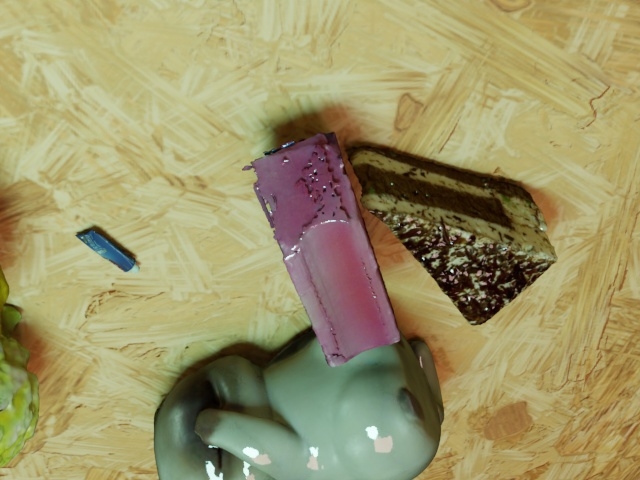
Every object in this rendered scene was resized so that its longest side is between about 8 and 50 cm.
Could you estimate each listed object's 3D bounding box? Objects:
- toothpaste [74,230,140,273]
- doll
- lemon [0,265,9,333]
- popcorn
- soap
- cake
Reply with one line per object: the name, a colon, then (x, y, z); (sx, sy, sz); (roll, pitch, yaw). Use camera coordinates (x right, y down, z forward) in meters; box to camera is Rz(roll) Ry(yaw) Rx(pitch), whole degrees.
toothpaste: (-0.223, 0.012, 1.194); (0.027, 0.019, 0.083); (-13, 142, 34)
doll: (-0.026, 0.215, 1.321); (0.371, 0.215, 0.226); (-15, 153, -3)
lemon: (-0.415, 0.039, 1.020); (0.234, 0.233, 0.288); (-23, 124, 9)
popcorn: (-0.391, 0.163, 1.200); (0.186, 0.187, 0.167); (-25, 176, -5)
soap: (0.000, 0.000, 1.137); (0.099, 0.162, 0.250); (-18, 138, 3)
cake: (0.147, -0.033, 1.186); (0.135, 0.112, 0.246); (-32, 131, 14)
